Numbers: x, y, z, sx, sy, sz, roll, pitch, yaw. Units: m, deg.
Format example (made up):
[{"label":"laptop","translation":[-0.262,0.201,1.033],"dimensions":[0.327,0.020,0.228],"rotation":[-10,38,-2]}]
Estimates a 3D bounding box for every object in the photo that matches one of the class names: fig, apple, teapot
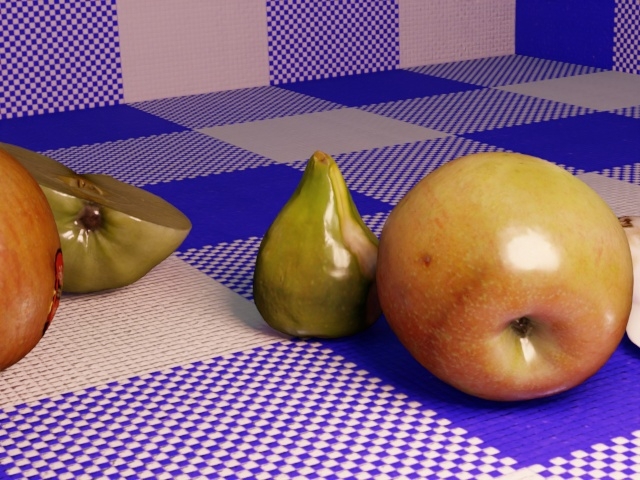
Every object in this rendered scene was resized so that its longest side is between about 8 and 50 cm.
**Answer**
[{"label":"fig","translation":[0.000,0.000,1.769],"dimensions":[0.206,0.275,0.206],"rotation":[-3,16,1]},{"label":"apple","translation":[0.232,0.051,1.529],"dimensions":[0.319,0.319,0.277],"rotation":[-2,20,-1]},{"label":"teapot","translation":[0.472,0.055,1.742],"dimensions":[0.204,0.139,0.298],"rotation":[36,19,-11]},{"label":"apple","translation":[-0.400,-0.057,1.983],"dimensions":[0.320,0.311,0.360],"rotation":[-26,20,-7]},{"label":"apple","translation":[-0.544,0.020,1.653],"dimensions":[0.400,0.333,0.400],"rotation":[-1,7,0]}]
